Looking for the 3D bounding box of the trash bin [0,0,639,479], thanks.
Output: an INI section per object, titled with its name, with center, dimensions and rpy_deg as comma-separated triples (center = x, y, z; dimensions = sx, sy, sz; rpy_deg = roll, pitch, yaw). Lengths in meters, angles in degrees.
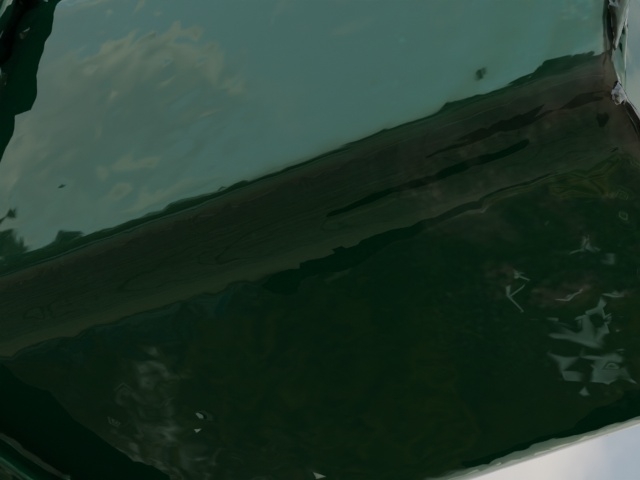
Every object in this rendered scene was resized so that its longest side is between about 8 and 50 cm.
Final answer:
[trash bin]
center = 0.000, 0.000, 0.642
dimensions = 0.381, 0.295, 0.259
rpy_deg = -19, -47, 32
